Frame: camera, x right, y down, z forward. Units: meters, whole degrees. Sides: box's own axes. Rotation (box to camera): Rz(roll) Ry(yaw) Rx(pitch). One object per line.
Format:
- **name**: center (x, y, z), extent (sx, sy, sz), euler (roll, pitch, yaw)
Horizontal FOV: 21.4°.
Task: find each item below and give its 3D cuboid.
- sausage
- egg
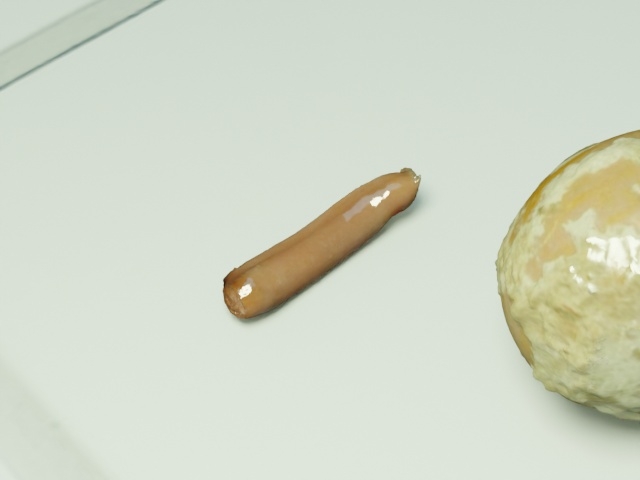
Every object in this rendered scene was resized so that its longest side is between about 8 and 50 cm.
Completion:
- **sausage**: center (0.001, 0.001, 1.260), extent (0.177, 0.047, 0.040), euler (-34, 67, -22)
- **egg**: center (0.228, 0.018, 1.115), extent (0.233, 0.195, 0.195), euler (-29, 49, -21)
